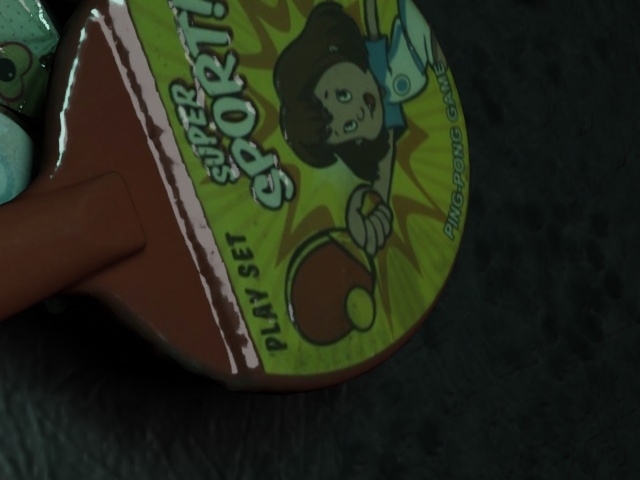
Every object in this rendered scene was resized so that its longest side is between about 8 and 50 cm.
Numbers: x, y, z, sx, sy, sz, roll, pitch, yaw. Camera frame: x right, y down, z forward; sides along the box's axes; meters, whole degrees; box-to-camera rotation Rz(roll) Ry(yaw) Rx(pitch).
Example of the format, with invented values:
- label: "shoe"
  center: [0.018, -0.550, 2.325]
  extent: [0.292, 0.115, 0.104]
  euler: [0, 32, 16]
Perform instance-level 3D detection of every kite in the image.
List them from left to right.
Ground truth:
- label: "kite"
  center: [-0.210, -0.088, 0.641]
  extent: [0.250, 0.012, 0.229]
  euler: [20, 65, -36]

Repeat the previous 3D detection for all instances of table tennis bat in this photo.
- label: "table tennis bat"
  center: [-0.055, -0.035, 0.650]
  extent: [0.414, 0.051, 0.268]
  euler: [-26, 99, -44]

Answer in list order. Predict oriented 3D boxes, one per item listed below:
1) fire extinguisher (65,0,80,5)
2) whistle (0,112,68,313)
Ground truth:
- label: "fire extinguisher"
  center: [-0.054, -0.216, 0.771]
  extent: [0.269, 0.105, 0.105]
  euler: [-25, 94, -43]
- label: "whistle"
  center: [-0.153, -0.005, 0.628]
  extent: [0.220, 0.057, 0.107]
  euler: [18, 80, -46]
